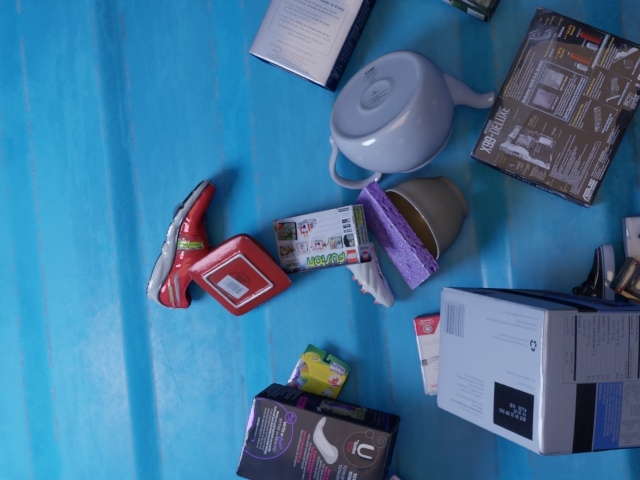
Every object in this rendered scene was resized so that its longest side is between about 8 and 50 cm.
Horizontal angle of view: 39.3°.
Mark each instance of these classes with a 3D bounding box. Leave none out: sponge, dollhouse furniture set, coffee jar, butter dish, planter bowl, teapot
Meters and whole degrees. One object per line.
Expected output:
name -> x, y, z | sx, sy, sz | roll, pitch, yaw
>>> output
sponge -> 0.142, -0.009, 1.726 | 0.031, 0.117, 0.210 | -34, 83, -18
dollhouse furniture set -> 0.597, 0.036, 1.517 | 0.129, 0.129, 0.183 | 30, 98, 11
coffee jar -> 0.255, -0.494, 1.709 | 0.184, 0.079, 0.096 | 26, 99, 10
butter dish -> -0.157, 0.047, 1.797 | 0.160, 0.118, 0.160 | -32, 120, 23
planter bowl -> 0.210, -0.055, 1.700 | 0.109, 0.162, 0.162 | -34, 83, -15
teapot -> 0.152, -0.215, 1.687 | 0.256, 0.187, 0.252 | 12, 67, 49

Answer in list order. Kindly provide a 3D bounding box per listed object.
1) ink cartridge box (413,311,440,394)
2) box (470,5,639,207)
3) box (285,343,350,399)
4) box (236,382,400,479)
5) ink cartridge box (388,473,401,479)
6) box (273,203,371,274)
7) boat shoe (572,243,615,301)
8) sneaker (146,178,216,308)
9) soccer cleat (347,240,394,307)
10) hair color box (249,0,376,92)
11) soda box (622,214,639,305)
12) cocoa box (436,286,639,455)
ink cartridge box -> 0.247, 0.214, 1.732 | 0.109, 0.063, 0.150 | -9, 90, 12
box -> 0.453, -0.246, 1.672 | 0.242, 0.076, 0.307 | 24, 96, 11
box -> -0.018, 0.305, 1.805 | 0.105, 0.043, 0.179 | 29, 99, 11
box -> -0.001, 0.391, 1.708 | 0.270, 0.143, 0.165 | 14, 94, 12
ink cartridge box -> 0.160, 0.597, 1.768 | 0.206, 0.045, 0.208 | 41, 100, 9
box -> 0.000, 0.000, 1.751 | 0.207, 0.036, 0.114 | -9, 90, 40
boat shoe -> 0.503, 0.118, 1.672 | 0.076, 0.080, 0.228 | 4, 99, 11
sneaker -> -0.260, 0.010, 1.839 | 0.118, 0.107, 0.279 | 21, 99, -7
soccer cleat -> 0.089, 0.045, 1.765 | 0.076, 0.068, 0.196 | -40, 80, 7
hair color box -> 0.016, -0.484, 1.749 | 0.174, 0.105, 0.347 | 26, 97, 11
soda box -> 0.605, 0.096, 1.633 | 0.091, 0.098, 0.286 | -3, 90, 14
cocoa box -> 0.380, 0.208, 1.532 | 0.228, 0.347, 0.231 | 1, 92, -20
